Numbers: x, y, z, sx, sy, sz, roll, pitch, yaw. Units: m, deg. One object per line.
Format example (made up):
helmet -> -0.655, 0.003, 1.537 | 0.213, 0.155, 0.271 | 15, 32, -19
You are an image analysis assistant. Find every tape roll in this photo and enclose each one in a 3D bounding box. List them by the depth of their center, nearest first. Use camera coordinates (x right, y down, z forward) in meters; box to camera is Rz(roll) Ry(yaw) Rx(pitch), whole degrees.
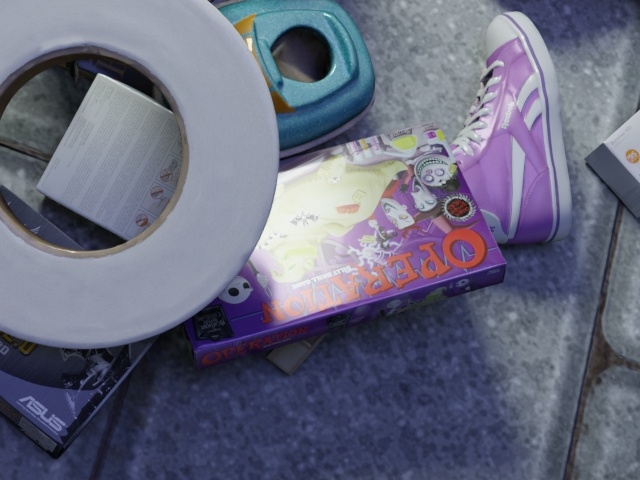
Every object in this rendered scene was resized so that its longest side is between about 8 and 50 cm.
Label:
tape roll -> -0.234, -0.087, 1.750 | 0.392, 0.072, 0.392 | 0, 91, -1

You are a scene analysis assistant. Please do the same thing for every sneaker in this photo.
sneaker -> 0.190, -0.133, 2.032 | 0.161, 0.102, 0.282 | -3, 71, -15

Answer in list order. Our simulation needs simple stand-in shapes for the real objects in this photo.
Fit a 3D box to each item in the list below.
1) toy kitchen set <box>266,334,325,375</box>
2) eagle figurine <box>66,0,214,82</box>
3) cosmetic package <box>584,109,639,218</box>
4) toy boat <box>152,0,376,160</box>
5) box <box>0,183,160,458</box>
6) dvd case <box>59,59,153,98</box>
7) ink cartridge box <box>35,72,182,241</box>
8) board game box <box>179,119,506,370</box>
toy kitchen set -> -0.029, 0.084, 1.918 | 0.068, 0.075, 0.083 | 38, 24, -4
eagle figurine -> -0.240, -0.346, 1.871 | 0.225, 0.226, 0.298 | -35, 97, -21
cosmetic package -> 0.434, -0.139, 2.129 | 0.239, 0.060, 0.099 | -40, 84, -26
toy boat -> -0.086, -0.242, 1.948 | 0.267, 0.148, 0.318 | -23, 83, -27
box -> -0.300, 0.083, 1.821 | 0.231, 0.056, 0.183 | 39, 64, 0
dvd case -> -0.252, -0.261, 1.989 | 0.221, 0.018, 0.164 | 24, 65, -7
ink cartridge box -> -0.190, -0.074, 1.868 | 0.179, 0.045, 0.145 | 29, 91, 10
board game box -> 0.000, 0.000, 1.892 | 0.347, 0.056, 0.208 | -16, 62, -13
